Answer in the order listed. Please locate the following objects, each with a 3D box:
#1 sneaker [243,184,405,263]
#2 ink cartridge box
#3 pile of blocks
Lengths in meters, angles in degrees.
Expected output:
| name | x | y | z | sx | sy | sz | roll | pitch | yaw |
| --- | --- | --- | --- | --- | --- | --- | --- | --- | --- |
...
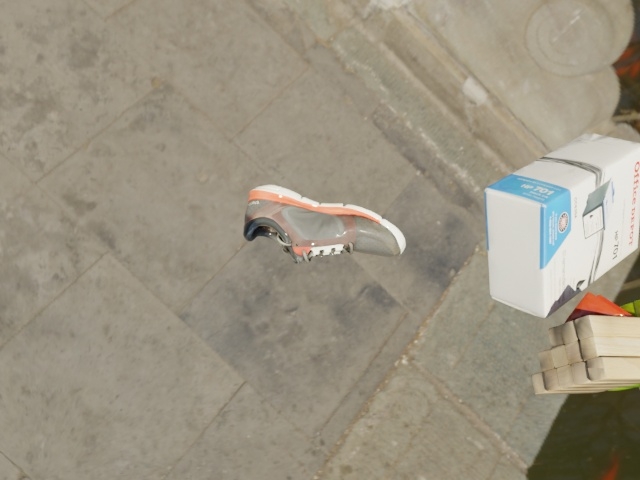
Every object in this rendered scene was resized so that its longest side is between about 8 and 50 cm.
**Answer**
| name | x | y | z | sx | sy | sz | roll | pitch | yaw |
| --- | --- | --- | --- | --- | --- | --- | --- | --- | --- |
| sneaker | 0.000 | 0.000 | 0.616 | 0.157 | 0.061 | 0.065 | 15 | 65 | 6 |
| ink cartridge box | 0.277 | -0.023 | 0.735 | 0.190 | 0.082 | 0.140 | -27 | 121 | -29 |
| pile of blocks | 0.400 | 0.089 | 0.679 | 0.362 | 0.149 | 0.113 | -4 | 70 | 1 |
